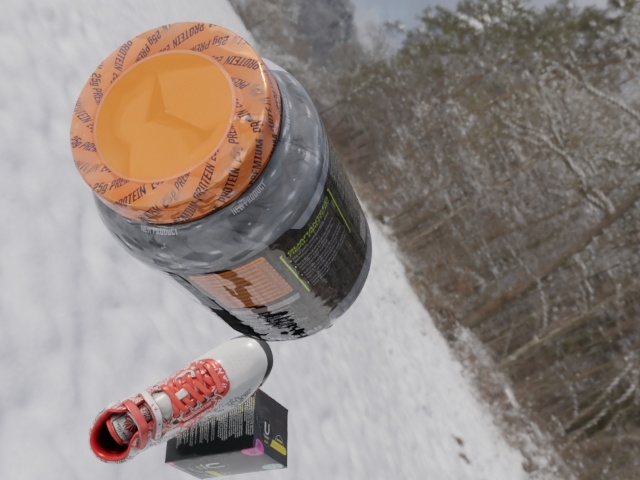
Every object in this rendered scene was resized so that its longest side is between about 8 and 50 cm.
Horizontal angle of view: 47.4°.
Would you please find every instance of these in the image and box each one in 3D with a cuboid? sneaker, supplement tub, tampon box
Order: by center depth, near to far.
[{"bbox_3d":[-0.071,-0.035,0.648,0.316,0.194,0.193,59,7,-65],"label":"supplement tub"},{"bbox_3d":[-0.196,0.225,1.011,0.090,0.270,0.145,61,17,7],"label":"sneaker"},{"bbox_3d":[-0.148,0.313,1.174,0.120,0.161,0.101,51,31,-51],"label":"tampon box"}]

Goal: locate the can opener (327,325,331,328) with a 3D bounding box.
[{"bbox_3d":[0.000,0.000,1.126,0.093,0.074,0.280,11,73,-32],"label":"can opener"}]
